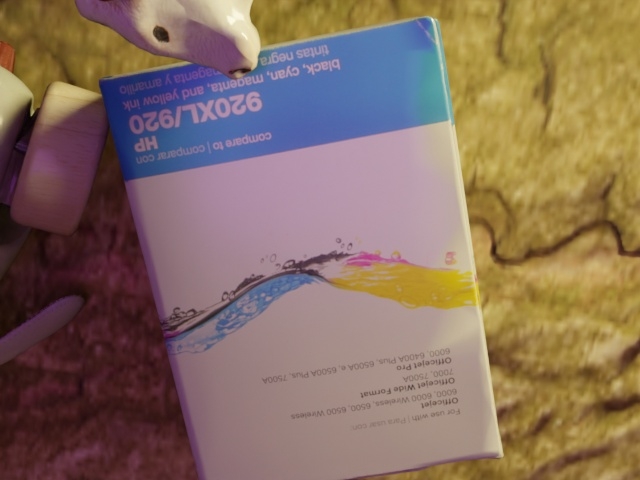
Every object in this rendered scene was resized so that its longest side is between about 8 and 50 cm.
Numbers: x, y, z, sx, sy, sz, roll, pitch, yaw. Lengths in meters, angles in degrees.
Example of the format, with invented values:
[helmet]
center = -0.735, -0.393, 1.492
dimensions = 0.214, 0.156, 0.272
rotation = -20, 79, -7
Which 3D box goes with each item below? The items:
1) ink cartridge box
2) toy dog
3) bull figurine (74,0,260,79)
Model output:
[ink cartridge box]
center = 0.000, 0.000, 0.490
dimensions = 0.168, 0.171, 0.232
rotation = -10, 103, 6
[toy dog]
center = -0.244, 0.001, 0.523
dimensions = 0.220, 0.161, 0.334
rotation = 37, 114, -24
[bull figurine]
center = -0.045, -0.231, 0.347
dimensions = 0.189, 0.101, 0.310
rotation = -17, 88, 3
